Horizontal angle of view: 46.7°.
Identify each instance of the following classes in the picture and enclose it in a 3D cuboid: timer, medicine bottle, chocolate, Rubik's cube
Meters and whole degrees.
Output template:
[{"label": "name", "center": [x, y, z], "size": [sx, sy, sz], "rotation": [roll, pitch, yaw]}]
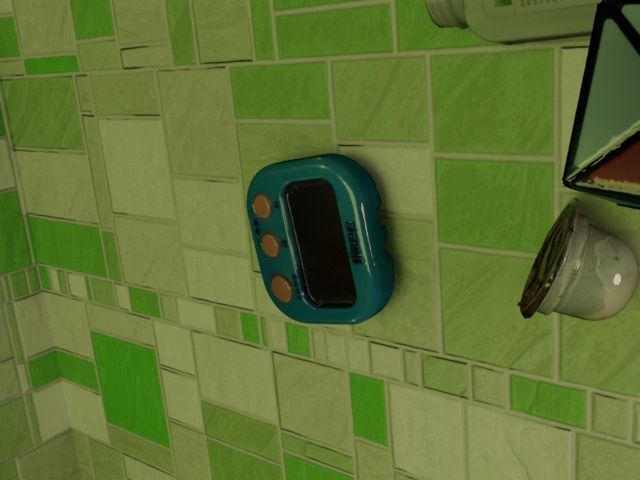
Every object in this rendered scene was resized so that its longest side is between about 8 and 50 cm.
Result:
[{"label": "timer", "center": [0.000, 0.000, 1.494], "size": [0.309, 0.115, 0.340], "rotation": [-4, 103, 42]}, {"label": "medicine bottle", "center": [0.316, -0.385, 1.089], "size": [0.324, 0.124, 0.179], "rotation": [4, 102, 37]}, {"label": "chocolate", "center": [0.407, 0.058, 1.150], "size": [0.147, 0.221, 0.221], "rotation": [30, 125, 6]}, {"label": "Rubik's cube", "center": [0.470, -0.151, 0.919], "size": [0.250, 0.246, 0.249], "rotation": [15, 95, 36]}]
